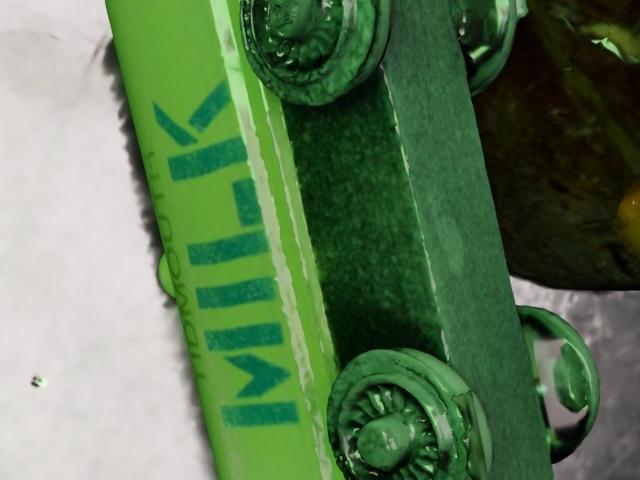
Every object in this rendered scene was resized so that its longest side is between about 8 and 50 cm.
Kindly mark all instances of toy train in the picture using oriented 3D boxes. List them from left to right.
[{"bbox_3d":[0.000,0.000,0.468,0.105,0.157,0.253,-14,91,-50],"label":"toy train"}]

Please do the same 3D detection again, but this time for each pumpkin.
[{"bbox_3d":[0.087,-0.113,0.494,0.149,0.130,0.253,6,86,-11],"label":"pumpkin"}]
